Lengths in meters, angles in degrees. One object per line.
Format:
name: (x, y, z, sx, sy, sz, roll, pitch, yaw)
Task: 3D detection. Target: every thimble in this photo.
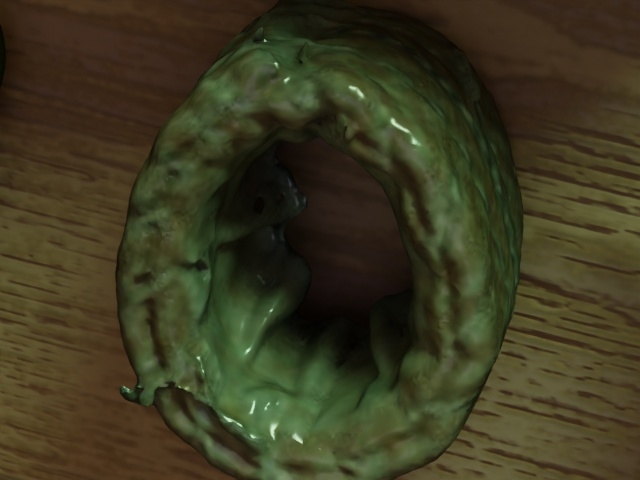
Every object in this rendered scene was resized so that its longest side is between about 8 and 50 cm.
thimble: (0.005, 0.005, 0.796, 0.196, 0.148, 0.229, 17, 116, 4)

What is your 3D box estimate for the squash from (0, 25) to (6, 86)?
squash: (-0.228, -0.016, 0.879, 0.069, 0.069, 0.258, 20, 113, 3)
